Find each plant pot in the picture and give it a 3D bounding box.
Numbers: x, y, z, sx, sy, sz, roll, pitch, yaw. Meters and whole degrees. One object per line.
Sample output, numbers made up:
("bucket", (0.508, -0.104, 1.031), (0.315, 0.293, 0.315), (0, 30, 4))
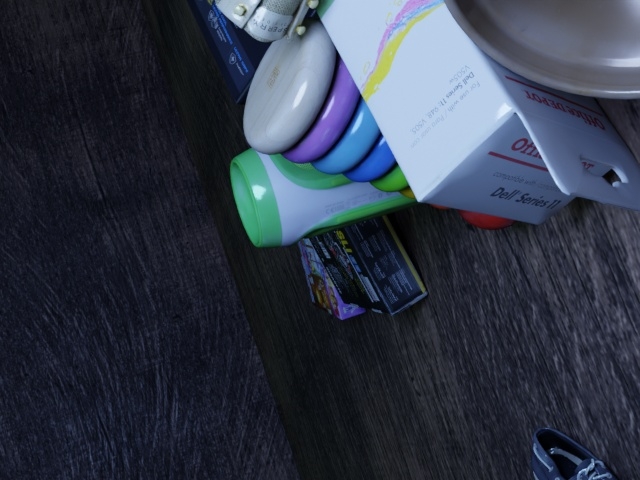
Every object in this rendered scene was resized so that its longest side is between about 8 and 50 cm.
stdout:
("plant pot", (0.205, -0.216, 0.611), (0.237, 0.237, 0.110), (104, -174, -63))

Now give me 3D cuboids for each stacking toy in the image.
("stacking toy", (0.092, -0.102, 0.923), (0.141, 0.330, 0.141), (-42, 37, 43))

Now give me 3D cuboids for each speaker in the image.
("speaker", (0.050, -0.083, 1.047), (0.131, 0.296, 0.131), (163, 90, -75))

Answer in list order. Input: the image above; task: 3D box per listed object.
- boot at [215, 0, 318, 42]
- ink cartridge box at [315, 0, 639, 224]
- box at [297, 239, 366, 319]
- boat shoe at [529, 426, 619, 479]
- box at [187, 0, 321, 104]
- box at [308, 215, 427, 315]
("boot", (0.002, -0.250, 0.732), (0.203, 0.095, 0.262), (-60, 40, 20))
("ink cartridge box", (0.141, -0.137, 0.803), (0.119, 0.207, 0.354), (-43, 57, 32))
("box", (0.000, 0.000, 1.782), (0.201, 0.057, 0.293), (-166, 60, -72))
("boat shoe", (0.295, 0.275, 0.995), (0.206, 0.075, 0.065), (-139, 32, -71))
("box", (-0.089, -0.414, 1.380), (0.293, 0.073, 0.296), (-48, 56, 39))
("box", (0.031, -0.038, 1.469), (0.322, 0.079, 0.257), (61, 165, -7))
